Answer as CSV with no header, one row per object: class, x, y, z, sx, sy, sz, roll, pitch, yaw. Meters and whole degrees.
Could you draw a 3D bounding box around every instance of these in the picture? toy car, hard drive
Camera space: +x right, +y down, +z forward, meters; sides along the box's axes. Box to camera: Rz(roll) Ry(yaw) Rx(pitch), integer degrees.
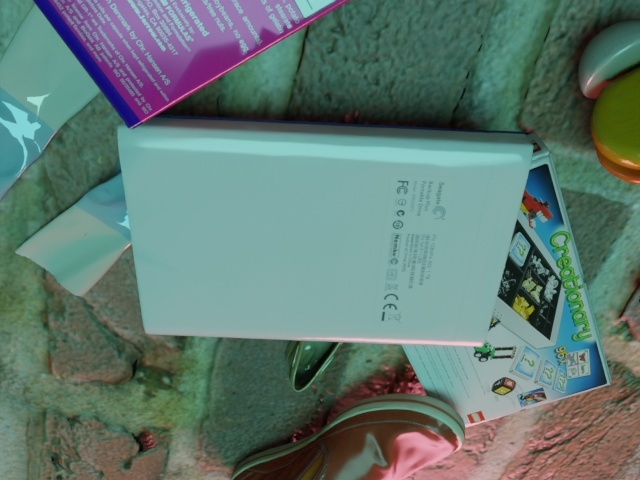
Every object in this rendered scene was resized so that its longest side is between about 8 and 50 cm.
toy car,0.309,-0.110,0.497,0.182,0.159,0.136,-27,158,16
hard drive,0.000,0.000,0.542,0.319,0.040,0.210,3,123,-1

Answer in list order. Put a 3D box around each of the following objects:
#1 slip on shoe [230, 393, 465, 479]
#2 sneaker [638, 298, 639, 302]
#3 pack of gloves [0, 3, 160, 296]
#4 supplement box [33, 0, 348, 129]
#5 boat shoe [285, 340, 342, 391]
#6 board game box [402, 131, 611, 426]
slip on shoe,0.021,0.275,0.718,0.331,0.101,0.123,-31,117,24
sneaker,0.483,0.041,0.607,0.300,0.111,0.121,4,117,-7
pack of gloves,-0.233,-0.060,0.553,0.232,0.046,0.195,-41,116,21
supplement box,-0.068,-0.192,0.438,0.220,0.111,0.114,-26,119,13
boat shoe,0.005,0.095,0.655,0.056,0.048,0.153,24,118,-16
board game box,0.169,0.062,0.637,0.193,0.053,0.305,-21,120,12
